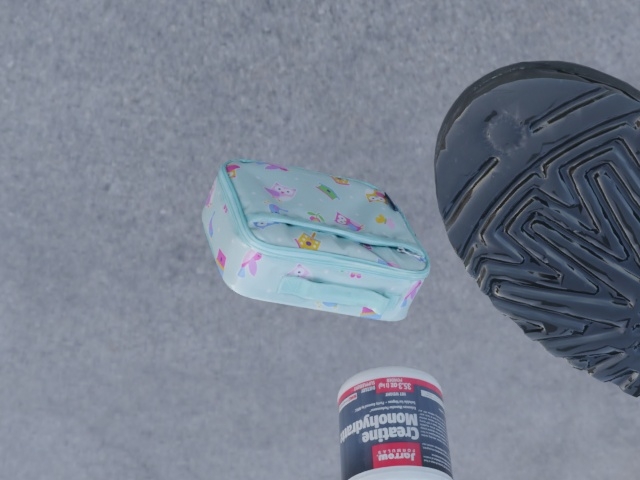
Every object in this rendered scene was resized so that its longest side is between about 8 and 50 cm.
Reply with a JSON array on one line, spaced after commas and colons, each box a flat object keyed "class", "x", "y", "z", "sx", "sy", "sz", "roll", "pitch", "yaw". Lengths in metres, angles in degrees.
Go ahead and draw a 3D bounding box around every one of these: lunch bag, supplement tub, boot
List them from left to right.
[{"class": "lunch bag", "x": 0.000, "y": 0.000, "z": 1.154, "sx": 0.279, "sy": 0.224, "sz": 0.108, "roll": 9, "pitch": 119, "yaw": -25}, {"class": "supplement tub", "x": 0.128, "y": 0.372, "z": 1.544, "sx": 0.191, "sy": 0.272, "sz": 0.191, "roll": -2, "pitch": 143, "yaw": -1}, {"class": "boot", "x": 0.200, "y": -0.017, "z": 0.578, "sx": 0.348, "sy": 0.260, "sz": 0.131, "roll": 38, "pitch": 114, "yaw": -19}]
